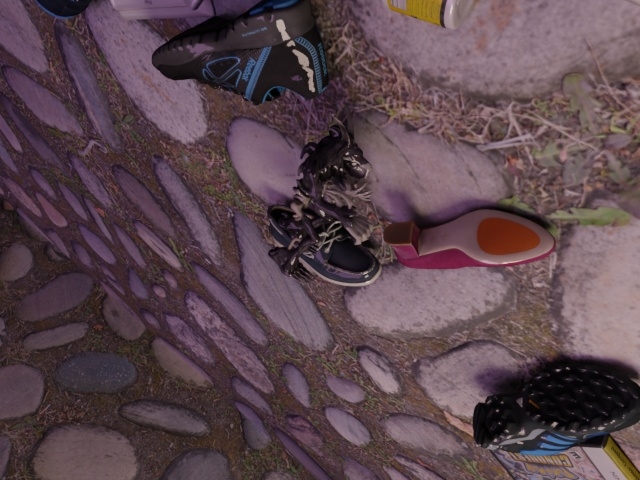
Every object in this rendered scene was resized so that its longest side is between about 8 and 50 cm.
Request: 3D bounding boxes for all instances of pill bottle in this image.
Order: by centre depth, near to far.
[{"bbox_3d":[0.104,-0.275,0.525,0.116,0.065,0.065,31,144,22],"label":"pill bottle"}]

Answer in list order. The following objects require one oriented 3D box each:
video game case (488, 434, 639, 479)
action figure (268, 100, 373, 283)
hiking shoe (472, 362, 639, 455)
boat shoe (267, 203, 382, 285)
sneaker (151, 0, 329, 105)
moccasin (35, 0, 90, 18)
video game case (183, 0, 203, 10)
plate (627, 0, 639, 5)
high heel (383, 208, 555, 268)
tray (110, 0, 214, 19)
[{"bbox_3d":[0.479,0.457,0.931,0.248,0.035,0.275,50,146,-7],"label":"video game case"},{"bbox_3d":[0.018,-0.066,0.747,0.141,0.164,0.276,25,131,-4],"label":"action figure"},{"bbox_3d":[0.394,0.282,0.803,0.132,0.113,0.304,22,145,-20],"label":"hiking shoe"},{"bbox_3d":[0.000,0.000,0.911,0.254,0.095,0.079,32,157,34],"label":"boat shoe"},{"bbox_3d":[-0.133,-0.264,0.741,0.341,0.125,0.139,10,138,44],"label":"sneaker"},{"bbox_3d":[-0.514,-0.568,0.845,0.117,0.138,0.342,9,147,36],"label":"moccasin"},{"bbox_3d":[-0.193,-0.435,0.683,0.143,0.019,0.157,-32,101,39],"label":"video game case"},{"bbox_3d":[0.175,-0.339,0.332,0.277,0.045,0.278,46,152,30],"label":"plate"},{"bbox_3d":[0.220,0.015,0.727,0.244,0.082,0.117,-4,156,33],"label":"high heel"},{"bbox_3d":[-0.293,-0.438,0.810,0.270,0.030,0.145,17,138,36],"label":"tray"}]
